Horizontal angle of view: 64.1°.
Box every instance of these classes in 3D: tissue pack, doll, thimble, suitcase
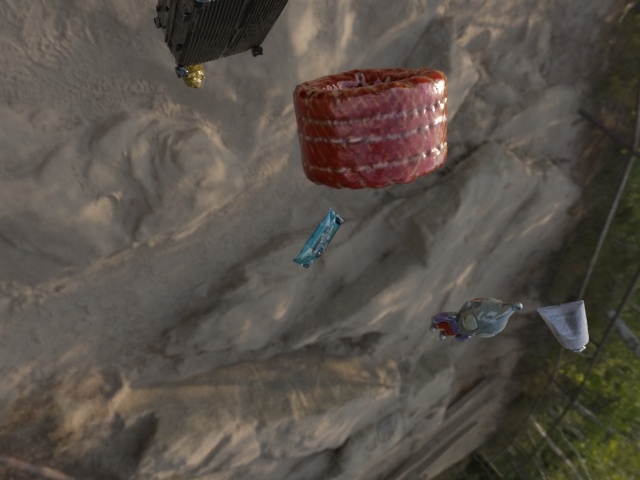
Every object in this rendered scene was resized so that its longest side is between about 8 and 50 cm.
[{"bbox_3d":[0.000,0.000,1.100,0.138,0.028,0.085,-56,155,-2],"label":"tissue pack"},{"bbox_3d":[0.331,0.167,1.090,0.227,0.102,0.075,-28,-151,48],"label":"doll"},{"bbox_3d":[0.113,-0.265,1.173,0.350,0.350,0.230,-25,121,-33],"label":"thimble"},{"bbox_3d":[-0.200,-0.488,1.051,0.230,0.152,0.335,-25,-174,-21],"label":"suitcase"}]

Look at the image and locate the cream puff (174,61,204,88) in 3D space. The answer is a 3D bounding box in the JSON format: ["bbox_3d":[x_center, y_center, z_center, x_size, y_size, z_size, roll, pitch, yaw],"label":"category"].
[{"bbox_3d":[-0.333,-0.438,1.318,0.058,0.083,0.083,-26,129,11],"label":"cream puff"}]

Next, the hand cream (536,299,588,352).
[{"bbox_3d":[0.493,0.169,1.014,0.084,0.142,0.053,-18,-147,29],"label":"hand cream"}]
